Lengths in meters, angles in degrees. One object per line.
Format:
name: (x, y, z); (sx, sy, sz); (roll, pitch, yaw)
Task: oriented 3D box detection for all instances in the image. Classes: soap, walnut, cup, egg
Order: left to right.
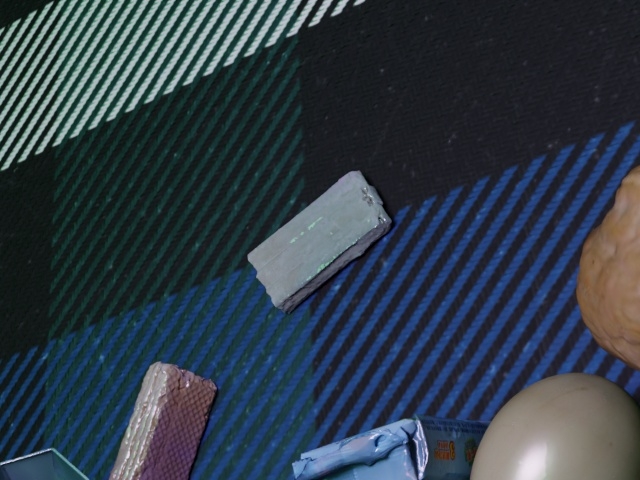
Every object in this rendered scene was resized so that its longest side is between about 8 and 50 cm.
cup: (-0.370, 0.403, 2.105); (0.134, 0.235, 0.148); (-38, 60, -24)
soap: (0.100, 0.256, 1.762); (0.156, 0.293, 0.077); (-22, 72, 27)
egg: (0.261, 0.256, 1.697); (0.186, 0.186, 0.241); (24, 65, 43)
walnut: (0.425, 0.025, 1.630); (0.296, 0.285, 0.285); (-40, 46, -11)

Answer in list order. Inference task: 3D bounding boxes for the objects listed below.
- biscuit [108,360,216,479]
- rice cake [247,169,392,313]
biscuit: (-0.227, 0.291, 2.140); (0.062, 0.108, 0.238); (8, 75, 43)
rice cake: (0.000, 0.000, 2.140); (0.211, 0.038, 0.124); (-43, 48, 15)
